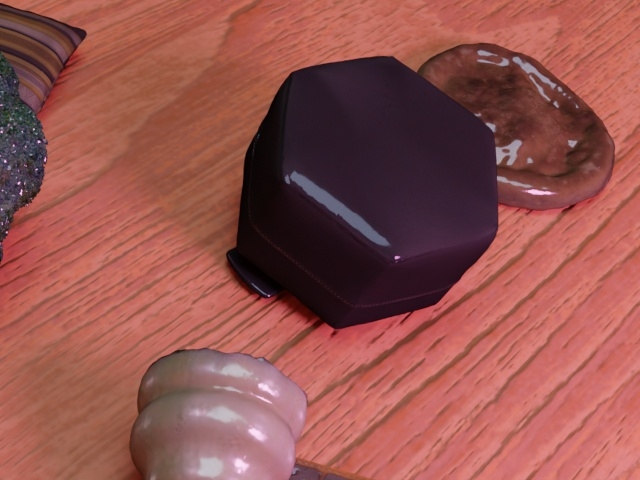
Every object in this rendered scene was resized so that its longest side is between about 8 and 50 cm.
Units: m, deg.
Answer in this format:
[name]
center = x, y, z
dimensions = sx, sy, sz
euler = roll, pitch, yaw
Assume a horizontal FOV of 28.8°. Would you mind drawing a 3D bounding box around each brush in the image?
[brush]
center = 0.000, 0.000, 1.164
dimensions = 0.193, 0.016, 0.063
euler = -26, 62, -34

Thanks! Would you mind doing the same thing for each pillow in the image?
[pillow]
center = -0.353, -0.169, 1.181
dimensions = 0.208, 0.052, 0.212
euler = 16, 45, 2

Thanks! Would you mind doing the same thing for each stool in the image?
[stool]
center = 0.039, -0.043, 1.108
dimensions = 0.232, 0.141, 0.232
euler = 14, 53, -19

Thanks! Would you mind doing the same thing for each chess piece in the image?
[chess piece]
center = -0.091, 0.210, 0.878
dimensions = 0.133, 0.133, 0.243
euler = 15, 51, -4

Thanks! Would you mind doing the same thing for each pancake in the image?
[pancake]
center = 0.206, -0.129, 1.328
dimensions = 0.222, 0.042, 0.236
euler = 2, 48, -12

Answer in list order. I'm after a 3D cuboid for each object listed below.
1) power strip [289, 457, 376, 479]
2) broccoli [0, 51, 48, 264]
[power strip]
center = 0.039, 0.213, 0.976
dimensions = 0.178, 0.028, 0.049
euler = 17, 46, -3
[broccoli]
center = -0.355, -0.077, 0.989
dimensions = 0.270, 0.270, 0.270
euler = 17, 37, 43
